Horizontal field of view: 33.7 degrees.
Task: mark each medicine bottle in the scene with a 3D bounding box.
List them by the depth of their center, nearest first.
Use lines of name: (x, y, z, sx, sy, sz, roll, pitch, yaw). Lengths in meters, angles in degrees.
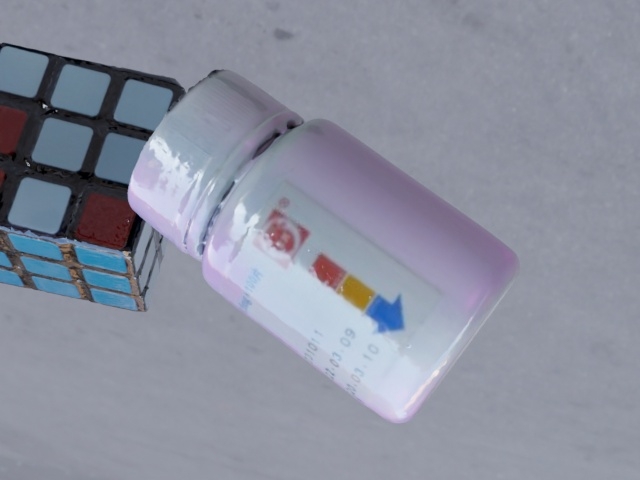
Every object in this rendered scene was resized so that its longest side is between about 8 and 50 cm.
medicine bottle: (0.000, 0.000, 0.747, 0.254, 0.152, 0.152, 36, 159, 12)

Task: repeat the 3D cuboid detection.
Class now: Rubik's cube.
Rubik's cube: (-0.205, -0.048, 0.883, 0.162, 0.163, 0.160, 14, 159, 1)
